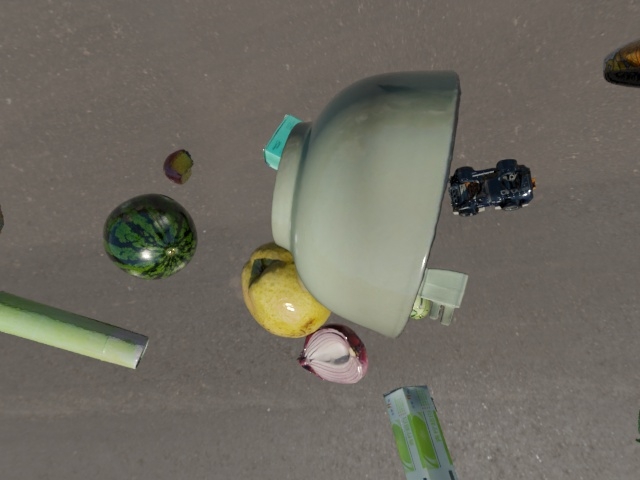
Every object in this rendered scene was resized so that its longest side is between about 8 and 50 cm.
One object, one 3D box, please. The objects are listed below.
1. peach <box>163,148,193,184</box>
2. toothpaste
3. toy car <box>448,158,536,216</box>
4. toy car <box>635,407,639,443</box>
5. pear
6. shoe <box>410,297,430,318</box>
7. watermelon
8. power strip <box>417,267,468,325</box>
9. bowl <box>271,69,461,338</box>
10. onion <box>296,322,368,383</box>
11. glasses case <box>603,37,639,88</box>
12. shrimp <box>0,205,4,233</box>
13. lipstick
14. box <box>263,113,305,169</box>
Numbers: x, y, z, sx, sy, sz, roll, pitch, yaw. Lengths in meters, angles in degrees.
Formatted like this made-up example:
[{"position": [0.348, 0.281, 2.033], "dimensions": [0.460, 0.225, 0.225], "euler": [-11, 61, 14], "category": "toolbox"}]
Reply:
[{"position": [-0.584, -0.294, 1.708], "dimensions": [0.118, 0.151, 0.151], "euler": [-14, 102, -27], "category": "peach"}, {"position": [0.209, 0.448, 0.776], "dimensions": [0.067, 0.081, 0.336], "euler": [-45, 47, 41], "category": "toothpaste"}, {"position": [0.634, -0.187, 1.553], "dimensions": [0.301, 0.118, 0.193], "euler": [-7, 74, 22], "category": "toy car"}, {"position": [0.469, 0.101, 0.450], "dimensions": [0.213, 0.176, 0.359], "euler": [-6, 120, -26], "category": "toy car"}, {"position": [-0.058, 0.080, 0.738], "dimensions": [0.178, 0.178, 0.178], "euler": [2, 102, 11], "category": "pear"}, {"position": [0.373, 0.186, 1.690], "dimensions": [0.140, 0.128, 0.262], "euler": [-20, 61, 26], "category": "shoe"}, {"position": [-0.548, -0.013, 1.362], "dimensions": [0.285, 0.285, 0.285], "euler": [2, 102, 11], "category": "watermelon"}, {"position": [0.248, 0.126, 1.123], "dimensions": [0.261, 0.229, 0.141], "euler": [15, 88, 22], "category": "power strip"}, {"position": [0.047, -0.058, 0.568], "dimensions": [0.185, 0.354, 0.354], "euler": [12, 104, 7], "category": "bowl"}, {"position": [0.039, 0.395, 1.493], "dimensions": [0.283, 0.120, 0.227], "euler": [-18, 97, 34], "category": "onion"}, {"position": [0.524, -0.243, 0.532], "dimensions": [0.122, 0.321, 0.082], "euler": [-19, 112, -7], "category": "glasses case"}, {"position": [-0.668, 0.034, 0.668], "dimensions": [0.164, 0.062, 0.317], "euler": [26, 62, 24], "category": "shrimp"}, {"position": [-0.508, 0.181, 0.839], "dimensions": [0.304, 0.076, 0.076], "euler": [21, 106, -11], "category": "lipstick"}, {"position": [-0.046, -0.341, 1.675], "dimensions": [0.311, 0.118, 0.205], "euler": [27, 69, 4], "category": "box"}]
